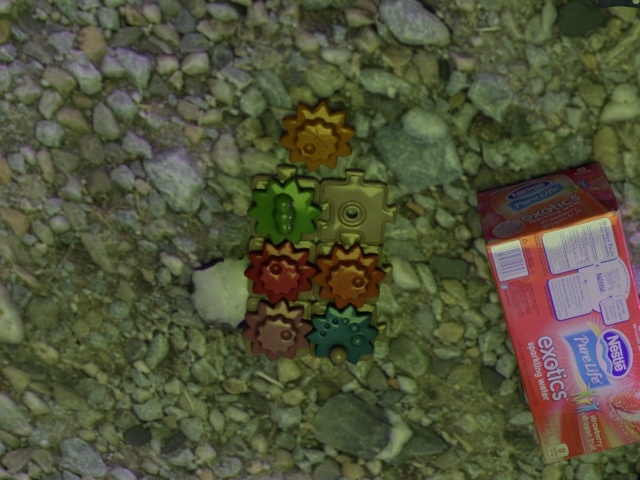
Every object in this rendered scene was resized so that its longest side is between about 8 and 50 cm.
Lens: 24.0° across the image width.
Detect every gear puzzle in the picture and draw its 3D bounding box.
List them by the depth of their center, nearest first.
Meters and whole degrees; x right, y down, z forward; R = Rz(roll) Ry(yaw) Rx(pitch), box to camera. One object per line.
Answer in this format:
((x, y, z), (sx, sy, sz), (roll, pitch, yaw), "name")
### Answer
((0.000, 0.000, 1.745), (0.175, 0.044, 0.339), (4, 116, 0), "gear puzzle")

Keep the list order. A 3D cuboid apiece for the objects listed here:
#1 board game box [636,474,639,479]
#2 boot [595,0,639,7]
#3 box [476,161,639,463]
((0.441, 0.350, 1.741), (0.079, 0.336, 0.254), (17, 115, -7), "board game box")
((0.332, -0.328, 1.561), (0.086, 0.069, 0.190), (-2, 118, 0), "boot")
((0.289, 0.083, 1.723), (0.154, 0.142, 0.300), (-15, 115, 9), "box")
